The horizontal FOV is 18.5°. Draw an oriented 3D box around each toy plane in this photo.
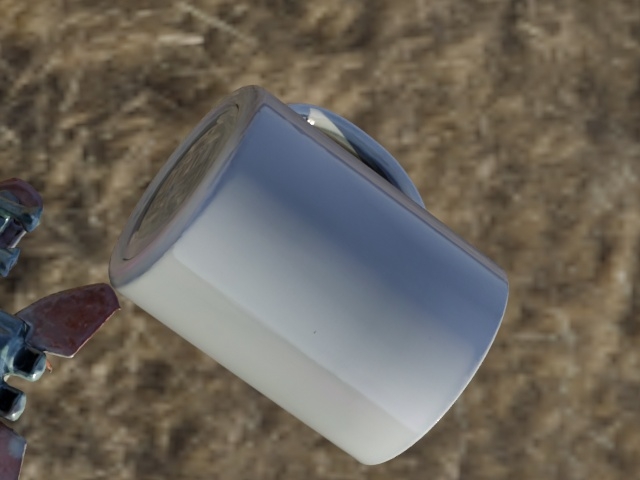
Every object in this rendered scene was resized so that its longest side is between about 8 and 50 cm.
[{"bbox_3d":[-0.291,0.027,1.136,0.223,0.326,0.104,-63,178,-14],"label":"toy plane"}]

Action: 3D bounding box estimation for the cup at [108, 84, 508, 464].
[{"bbox_3d":[-0.006,0.009,0.793,0.133,0.136,0.099,35,100,-15],"label":"cup"}]
